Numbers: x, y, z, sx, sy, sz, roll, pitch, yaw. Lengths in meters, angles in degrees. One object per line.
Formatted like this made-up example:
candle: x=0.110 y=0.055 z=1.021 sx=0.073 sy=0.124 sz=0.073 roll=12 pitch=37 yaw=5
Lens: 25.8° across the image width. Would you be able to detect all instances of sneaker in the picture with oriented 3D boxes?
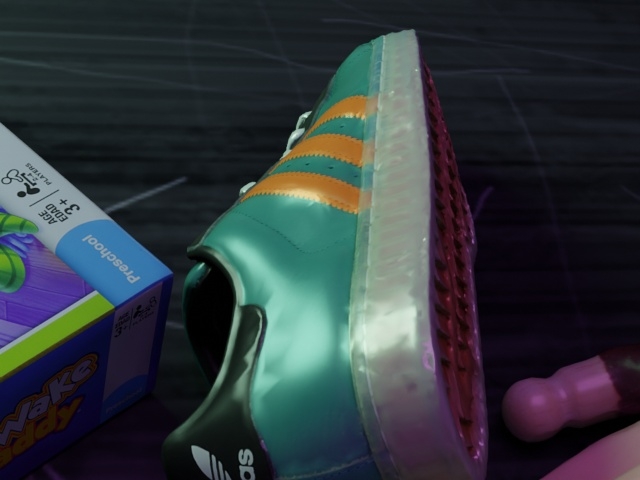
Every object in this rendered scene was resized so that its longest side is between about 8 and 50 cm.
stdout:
sneaker: x=0.000 y=0.000 z=0.597 sx=0.121 sy=0.108 sz=0.302 roll=-13 pitch=28 yaw=12

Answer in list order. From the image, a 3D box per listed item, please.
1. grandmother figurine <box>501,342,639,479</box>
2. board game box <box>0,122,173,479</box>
grandmother figurine: x=0.170 y=0.094 z=0.555 sx=0.342 sy=0.104 sz=0.208 roll=-28 pitch=52 yaw=-33
board game box: x=-0.264 y=-0.012 z=0.558 sx=0.347 sy=0.078 sz=0.233 roll=39 pitch=49 yaw=21
